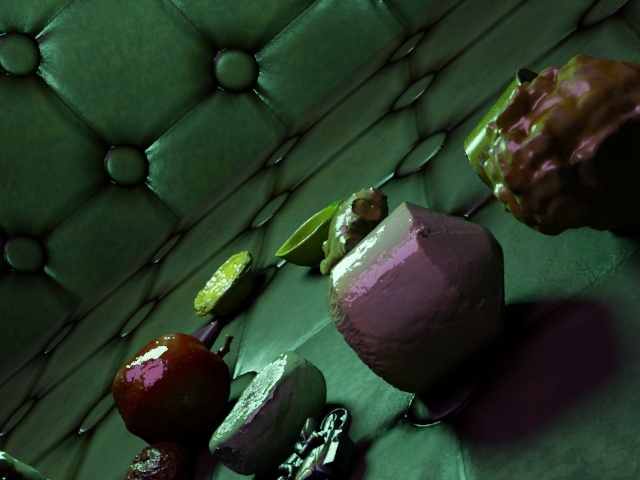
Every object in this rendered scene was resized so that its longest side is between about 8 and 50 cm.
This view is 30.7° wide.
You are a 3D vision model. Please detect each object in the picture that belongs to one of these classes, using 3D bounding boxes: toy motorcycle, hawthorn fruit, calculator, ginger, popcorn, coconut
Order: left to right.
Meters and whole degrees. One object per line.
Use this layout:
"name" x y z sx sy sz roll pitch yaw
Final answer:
"hawthorn fruit" -0.257 0.265 2.167 0.253 0.205 0.205 -38 16 1
"calculator" -0.292 0.251 2.595 0.126 0.034 0.190 -34 17 36
"toy motorcycle" -0.013 0.322 1.663 0.124 0.061 0.193 -27 29 27
"ginger" 0.074 -0.027 2.296 0.216 0.102 0.157 -60 -1 -39
"coconut" 0.149 0.070 1.637 0.244 0.239 0.239 -42 15 10
"popcorn" 0.364 -0.127 1.592 0.286 0.252 0.215 -41 2 -10

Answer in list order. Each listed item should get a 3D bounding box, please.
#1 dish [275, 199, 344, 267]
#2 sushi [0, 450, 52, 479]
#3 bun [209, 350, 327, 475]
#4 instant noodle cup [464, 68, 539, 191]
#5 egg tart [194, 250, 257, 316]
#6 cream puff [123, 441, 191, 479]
"dish" 0.000 0.000 2.444 0.207 0.080 0.149 -35 14 32
"sushi" -0.635 0.557 2.180 0.299 0.281 0.294 -6 46 55
"bun" -0.073 0.278 1.849 0.221 0.108 0.221 -47 9 10
"instant noodle cup" 0.329 -0.151 1.835 0.153 0.205 0.205 -43 14 24
"egg tart" -0.213 0.111 2.684 0.191 0.074 0.191 -40 17 14
"cream puff" -0.298 0.418 2.075 0.149 0.084 0.149 -41 14 13
